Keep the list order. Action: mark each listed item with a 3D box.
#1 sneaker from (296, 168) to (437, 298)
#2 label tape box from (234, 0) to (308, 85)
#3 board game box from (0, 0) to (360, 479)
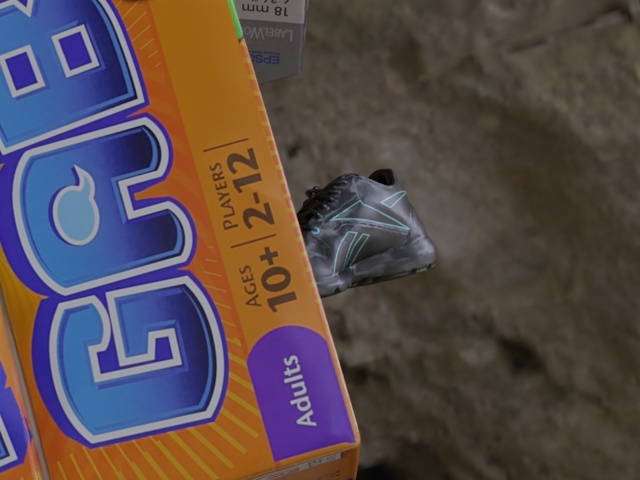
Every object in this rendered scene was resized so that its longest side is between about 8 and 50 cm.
[{"bbox_3d":[0.000,0.000,1.552,0.267,0.101,0.106,-14,91,-53],"label":"sneaker"},{"bbox_3d":[-0.062,-0.303,1.909,0.241,0.105,0.334,-87,-178,-48],"label":"label tape box"},{"bbox_3d":[-0.191,0.032,1.165,0.356,0.356,0.357,84,-11,-78],"label":"board game box"}]
